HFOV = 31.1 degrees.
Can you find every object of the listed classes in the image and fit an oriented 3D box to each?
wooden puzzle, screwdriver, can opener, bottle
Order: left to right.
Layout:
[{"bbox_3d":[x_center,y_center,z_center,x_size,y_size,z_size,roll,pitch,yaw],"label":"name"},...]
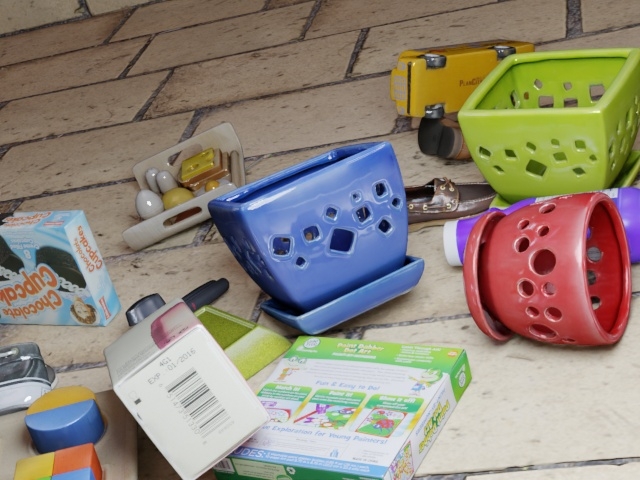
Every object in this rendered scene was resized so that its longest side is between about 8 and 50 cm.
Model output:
[{"bbox_3d":[-0.386,0.284,1.404,0.322,0.080,0.348,-14,24,-1],"label":"wooden puzzle"},{"bbox_3d":[-0.210,0.102,1.765,0.186,0.073,0.059,-27,19,-38],"label":"can opener"},{"bbox_3d":[-0.166,-0.116,2.190,0.024,0.025,0.170,12,35,44],"label":"screwdriver"},{"bbox_3d":[0.318,-0.009,1.631,0.283,0.092,0.118,-7,28,19],"label":"bottle"}]

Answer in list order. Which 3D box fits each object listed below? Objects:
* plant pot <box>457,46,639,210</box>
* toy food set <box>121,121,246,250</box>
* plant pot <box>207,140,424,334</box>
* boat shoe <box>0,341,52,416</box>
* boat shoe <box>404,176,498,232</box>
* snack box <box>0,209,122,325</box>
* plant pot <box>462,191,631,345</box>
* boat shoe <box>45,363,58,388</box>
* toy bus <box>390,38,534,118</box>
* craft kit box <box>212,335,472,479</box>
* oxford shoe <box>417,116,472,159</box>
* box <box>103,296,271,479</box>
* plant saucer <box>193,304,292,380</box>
[{"bbox_3d":[0.367,-0.152,1.748,0.228,0.207,0.227,2,32,33],"label":"plant pot"},{"bbox_3d":[-0.254,-0.112,2.110,0.220,0.092,0.306,-25,27,7],"label":"toy food set"},{"bbox_3d":[0.000,0.000,1.625,0.236,0.212,0.236,-24,10,-15],"label":"plant pot"},{"bbox_3d":[-0.539,0.226,1.615,0.335,0.121,0.119,-12,59,-4],"label":"boat shoe"},{"bbox_3d":[0.187,-0.064,1.833,0.207,0.073,0.073,-13,26,5],"label":"boat shoe"},{"bbox_3d":[-0.494,0.048,1.883,0.322,0.187,0.060,-2,31,28],"label":"snack box"},{"bbox_3d":[0.285,0.037,1.460,0.174,0.191,0.191,-2,30,33],"label":"plant pot"},{"bbox_3d":[-0.559,0.207,1.719,0.335,0.095,0.112,-8,28,17],"label":"boat shoe"},{"bbox_3d":[0.254,-0.298,2.092,0.333,0.108,0.130,-14,22,-37],"label":"toy bus"},{"bbox_3d":[0.026,0.214,1.422,0.250,0.061,0.246,2,35,32],"label":"craft kit box"},{"bbox_3d":[0.229,-0.182,2.057,0.076,0.076,0.212,8,17,-19],"label":"oxford shoe"},{"bbox_3d":[-0.169,0.174,1.411,0.127,0.148,0.232,-37,13,-7],"label":"box"},{"bbox_3d":[-0.168,0.157,1.646,0.188,0.045,0.188,-34,32,-31],"label":"plant saucer"}]
